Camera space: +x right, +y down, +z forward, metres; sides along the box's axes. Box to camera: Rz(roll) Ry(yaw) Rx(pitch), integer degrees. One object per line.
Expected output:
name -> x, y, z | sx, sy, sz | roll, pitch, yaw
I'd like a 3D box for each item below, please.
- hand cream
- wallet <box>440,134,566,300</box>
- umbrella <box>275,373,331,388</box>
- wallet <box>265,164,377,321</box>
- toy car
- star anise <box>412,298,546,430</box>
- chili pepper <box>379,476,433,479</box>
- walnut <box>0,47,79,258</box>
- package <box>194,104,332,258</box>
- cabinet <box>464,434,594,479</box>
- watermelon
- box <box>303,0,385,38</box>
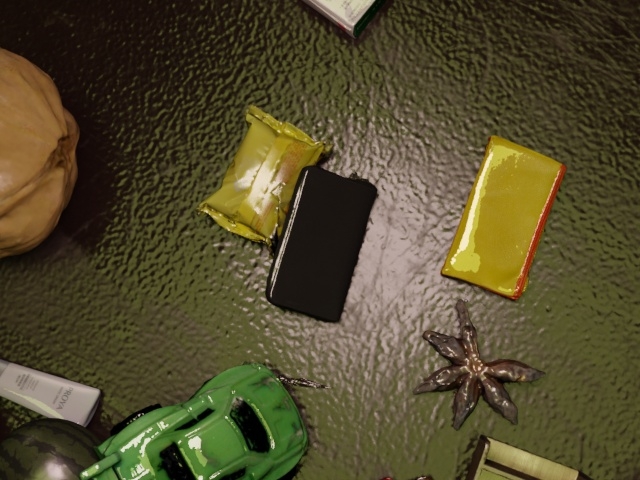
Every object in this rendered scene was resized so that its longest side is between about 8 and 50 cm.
hand cream -> -0.491, 0.242, 1.847 | 0.255, 0.048, 0.079 | 18, 60, 7
wallet -> 0.298, -0.034, 1.812 | 0.141, 0.067, 0.241 | 20, 90, 2
umbrella -> -0.042, 0.232, 1.829 | 0.122, 0.013, 0.022 | 14, 63, 8
wallet -> 0.000, 0.000, 1.811 | 0.149, 0.044, 0.250 | 17, 86, -28
toy car -> -0.186, 0.331, 1.709 | 0.359, 0.176, 0.213 | -26, 83, -22
star anise -> 0.242, 0.217, 1.782 | 0.208, 0.063, 0.172 | 43, 90, 8
chili pepper -> 0.057, 0.432, 1.768 | 0.268, 0.050, 0.059 | -25, 64, -9
walnut -> -0.573, -0.145, 1.761 | 0.384, 0.383, 0.383 | -1, 83, 5
package -> -0.090, -0.099, 1.835 | 0.168, 0.090, 0.226 | 27, 85, 4
cabinet -> 0.295, 0.433, 1.708 | 0.175, 0.148, 0.215 | 20, 86, 7
watermelon -> -0.418, 0.383, 1.746 | 0.212, 0.212, 0.212 | -1, 83, 5
box -> 0.063, -0.459, 1.872 | 0.135, 0.081, 0.199 | 38, 89, 7
